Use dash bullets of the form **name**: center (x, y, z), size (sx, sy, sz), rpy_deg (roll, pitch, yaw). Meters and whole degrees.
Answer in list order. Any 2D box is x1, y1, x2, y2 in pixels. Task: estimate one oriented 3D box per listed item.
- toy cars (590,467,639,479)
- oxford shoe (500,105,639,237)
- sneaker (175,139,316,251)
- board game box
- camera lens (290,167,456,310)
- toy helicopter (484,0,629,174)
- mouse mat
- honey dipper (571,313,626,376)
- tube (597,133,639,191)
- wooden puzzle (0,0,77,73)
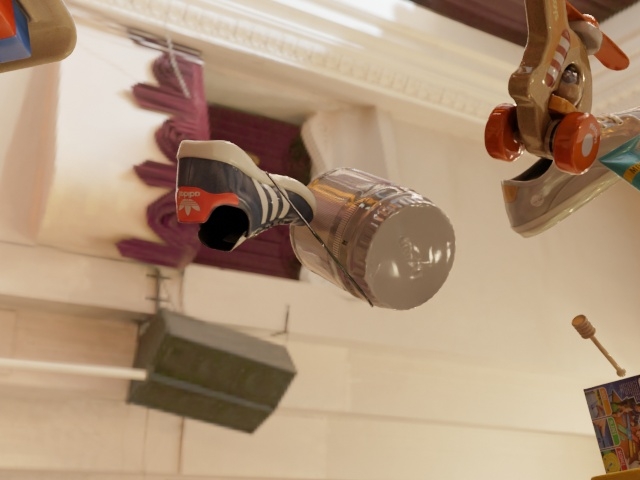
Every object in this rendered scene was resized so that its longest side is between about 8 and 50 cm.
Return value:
- **toy cars**: center (0.452, 0.420, 0.962), size (0.393, 0.087, 0.177), rpy_deg (44, -59, 46)
- **oxford shoe**: center (0.527, -0.178, 1.620), size (0.449, 0.130, 0.169), rpy_deg (-35, -176, 1)
- **sneaker**: center (-0.124, -0.045, 1.406), size (0.131, 0.350, 0.148), rpy_deg (2, -102, 31)
- **board game box**: center (0.546, 0.339, 1.483), size (0.136, 0.035, 0.201), rpy_deg (-25, -114, 37)
- **camera lens**: center (0.088, -0.008, 1.589), size (0.274, 0.219, 0.220), rpy_deg (27, -76, 55)
- **toy helicopter**: center (0.323, -0.280, 1.169), size (0.140, 0.235, 0.355), rpy_deg (16, -43, 41)
- **mouse mat**: center (0.000, 0.000, 1.125), size (0.007, 0.190, 0.153), rpy_deg (-38, -132, 0)
- **honey dipper**: center (0.509, 0.197, 1.562), size (0.030, 0.161, 0.030), rpy_deg (-35, -158, 17)
- **tube**: center (0.476, -0.073, 1.175), size (0.207, 0.080, 0.052), rpy_deg (56, -11, 43)
- **wooden puzzle**: center (-0.428, -0.227, 0.793), size (0.348, 0.321, 0.081), rpy_deg (82, -3, -70)
